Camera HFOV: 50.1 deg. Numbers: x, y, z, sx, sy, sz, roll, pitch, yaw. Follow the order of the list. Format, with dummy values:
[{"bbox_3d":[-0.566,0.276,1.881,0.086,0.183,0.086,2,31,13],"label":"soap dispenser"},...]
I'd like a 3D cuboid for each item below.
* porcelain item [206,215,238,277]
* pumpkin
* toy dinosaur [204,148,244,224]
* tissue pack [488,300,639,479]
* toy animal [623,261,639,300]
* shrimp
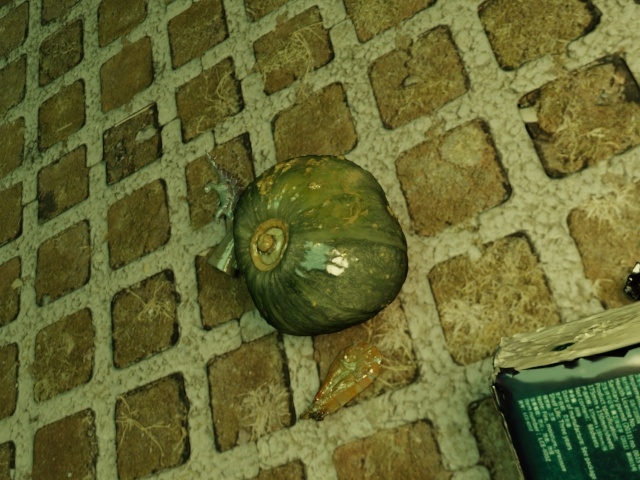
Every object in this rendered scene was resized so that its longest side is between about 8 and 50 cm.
[{"bbox_3d":[-0.157,-0.029,1.434,0.084,0.054,0.213,27,84,35],"label":"porcelain item"},{"bbox_3d":[0.000,0.000,1.198,0.291,0.257,0.327,-27,64,34],"label":"pumpkin"},{"bbox_3d":[-0.212,-0.117,1.512,0.082,0.039,0.209,-30,67,14],"label":"toy dinosaur"},{"bbox_3d":[0.376,0.282,0.760,0.264,0.253,0.416,-22,88,21],"label":"tissue pack"},{"bbox_3d":[0.514,0.079,0.968,0.105,0.070,0.202,-34,49,-16],"label":"toy animal"},{"bbox_3d":[0.035,0.254,1.204,0.184,0.043,0.091,-47,46,-2],"label":"shrimp"}]
